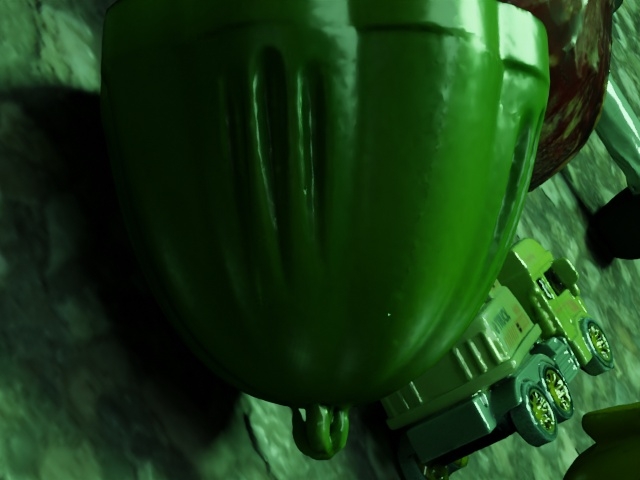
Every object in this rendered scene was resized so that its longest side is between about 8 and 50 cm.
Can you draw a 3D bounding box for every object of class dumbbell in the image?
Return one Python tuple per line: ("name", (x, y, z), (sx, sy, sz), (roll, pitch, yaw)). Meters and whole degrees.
("dumbbell", (0.198, -0.088, 1.123), (0.191, 0.100, 0.100), (58, 26, -6))

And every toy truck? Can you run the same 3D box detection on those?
("toy truck", (0.076, 0.048, 0.786), (0.100, 0.077, 0.169), (61, 26, -1))

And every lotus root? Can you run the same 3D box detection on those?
("lotus root", (0.000, 0.000, 0.628), (0.186, 0.186, 0.186), (42, 31, -33))

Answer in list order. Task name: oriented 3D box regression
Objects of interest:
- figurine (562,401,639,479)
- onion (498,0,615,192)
("figurine", (0.212, 0.220, 0.760), (0.218, 0.169, 0.326), (-9, 68, -47))
("onion", (0.058, -0.136, 0.822), (0.246, 0.190, 0.246), (-5, 90, -68))
